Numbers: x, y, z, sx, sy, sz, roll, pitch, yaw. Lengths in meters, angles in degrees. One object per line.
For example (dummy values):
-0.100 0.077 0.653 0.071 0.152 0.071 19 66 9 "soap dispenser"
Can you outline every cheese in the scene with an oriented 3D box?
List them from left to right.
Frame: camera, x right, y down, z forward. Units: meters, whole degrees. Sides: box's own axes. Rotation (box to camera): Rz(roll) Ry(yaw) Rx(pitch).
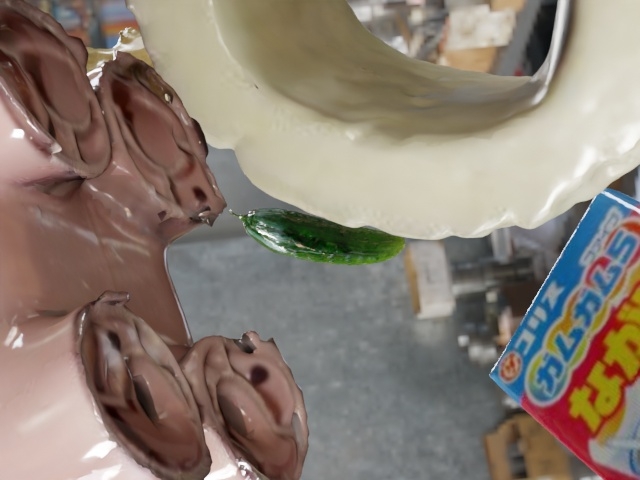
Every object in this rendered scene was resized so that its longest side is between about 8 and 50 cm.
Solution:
0.062 -0.180 0.653 0.153 0.292 0.332 -35 -52 -57 "cheese"

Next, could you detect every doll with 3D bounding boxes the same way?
-0.170 0.036 0.464 0.284 0.268 0.216 26 -140 -61 "doll"

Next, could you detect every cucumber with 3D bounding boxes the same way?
0.000 0.000 1.092 0.039 0.168 0.039 -23 63 54 "cucumber"

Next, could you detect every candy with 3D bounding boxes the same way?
0.241 0.093 0.790 0.157 0.100 0.306 -62 29 9 "candy"

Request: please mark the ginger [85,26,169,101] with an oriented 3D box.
-0.245 -0.053 1.003 0.122 0.348 0.363 -64 -15 -77 "ginger"
